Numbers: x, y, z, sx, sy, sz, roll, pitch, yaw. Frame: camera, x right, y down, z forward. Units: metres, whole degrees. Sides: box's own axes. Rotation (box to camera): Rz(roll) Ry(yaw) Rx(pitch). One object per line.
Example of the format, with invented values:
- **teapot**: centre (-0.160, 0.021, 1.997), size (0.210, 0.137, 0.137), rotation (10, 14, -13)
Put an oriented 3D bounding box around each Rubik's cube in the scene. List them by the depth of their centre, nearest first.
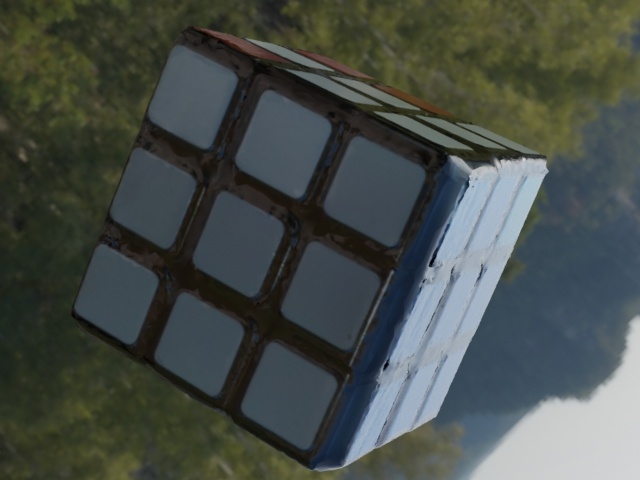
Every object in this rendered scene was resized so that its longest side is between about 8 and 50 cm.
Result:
- **Rubik's cube**: centre (0.000, 0.000, 0.664), size (0.162, 0.163, 0.160), rotation (-3, 119, -64)
